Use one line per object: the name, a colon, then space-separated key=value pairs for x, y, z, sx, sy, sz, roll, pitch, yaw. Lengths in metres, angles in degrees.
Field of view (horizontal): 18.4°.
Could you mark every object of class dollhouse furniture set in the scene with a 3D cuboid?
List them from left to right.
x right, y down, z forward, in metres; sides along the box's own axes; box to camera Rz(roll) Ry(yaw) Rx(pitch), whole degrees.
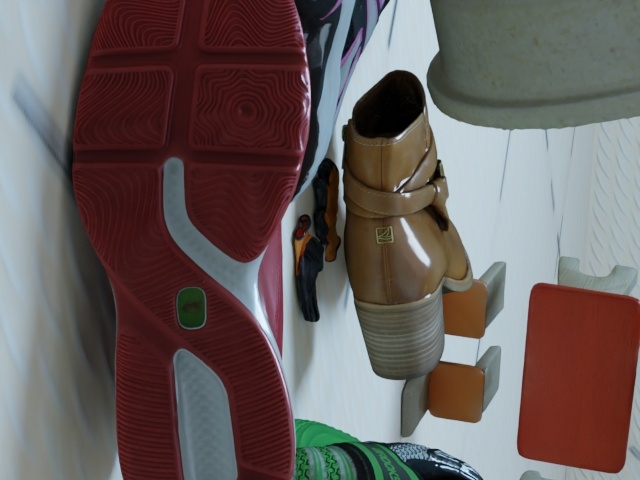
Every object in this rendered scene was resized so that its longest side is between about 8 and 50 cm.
dollhouse furniture set: x=0.188 y=0.149 z=1.476 sx=0.135 sy=0.262 sz=0.259 roll=-59 pitch=153 yaw=-59

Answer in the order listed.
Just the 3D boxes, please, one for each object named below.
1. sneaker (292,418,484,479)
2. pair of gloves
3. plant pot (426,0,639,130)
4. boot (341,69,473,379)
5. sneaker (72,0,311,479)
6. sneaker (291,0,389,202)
sneaker: x=0.023 y=0.159 z=0.952 sx=0.343 sy=0.146 sz=0.134 roll=26 pitch=70 yaw=-78
pair of gloves: x=0.000 y=0.000 z=1.096 sx=0.074 sy=0.010 sz=0.083 roll=85 pitch=17 yaw=-45
plant pot: x=0.164 y=-0.266 z=1.025 sx=0.334 sy=0.334 sz=0.305 roll=-60 pitch=132 yaw=-63
boot: x=0.048 y=-0.029 z=1.149 sx=0.197 sy=0.073 sz=0.152 roll=-89 pitch=173 yaw=-64
sneaker: x=-0.051 y=-0.005 z=0.748 sx=0.128 sy=0.087 sz=0.221 roll=-156 pitch=-111 yaw=-83
sneaker: x=-0.001 y=-0.086 z=0.767 sx=0.077 sy=0.072 sz=0.178 roll=-40 pitch=163 yaw=-41
